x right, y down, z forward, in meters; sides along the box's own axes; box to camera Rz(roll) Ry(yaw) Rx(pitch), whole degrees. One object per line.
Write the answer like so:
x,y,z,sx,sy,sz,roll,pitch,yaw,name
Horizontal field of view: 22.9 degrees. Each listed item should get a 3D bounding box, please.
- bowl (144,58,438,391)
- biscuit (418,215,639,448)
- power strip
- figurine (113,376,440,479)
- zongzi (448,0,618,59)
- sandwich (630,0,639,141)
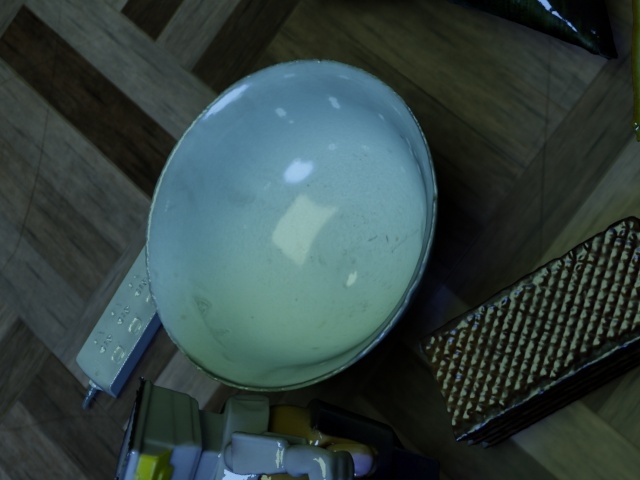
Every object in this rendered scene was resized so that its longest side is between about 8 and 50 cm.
0.000,0.000,1.491,0.313,0.146,0.313,-9,71,29,bowl
0.205,0.085,1.391,0.252,0.070,0.106,-32,62,21,biscuit
-0.188,0.069,1.655,0.060,0.027,0.253,35,96,33,power strip
-0.039,0.206,1.389,0.308,0.308,0.143,8,90,32,figurine
0.160,-0.342,1.460,0.362,0.319,0.383,29,111,23,zongzi
0.306,-0.204,1.322,0.063,0.212,0.245,28,92,36,sandwich
